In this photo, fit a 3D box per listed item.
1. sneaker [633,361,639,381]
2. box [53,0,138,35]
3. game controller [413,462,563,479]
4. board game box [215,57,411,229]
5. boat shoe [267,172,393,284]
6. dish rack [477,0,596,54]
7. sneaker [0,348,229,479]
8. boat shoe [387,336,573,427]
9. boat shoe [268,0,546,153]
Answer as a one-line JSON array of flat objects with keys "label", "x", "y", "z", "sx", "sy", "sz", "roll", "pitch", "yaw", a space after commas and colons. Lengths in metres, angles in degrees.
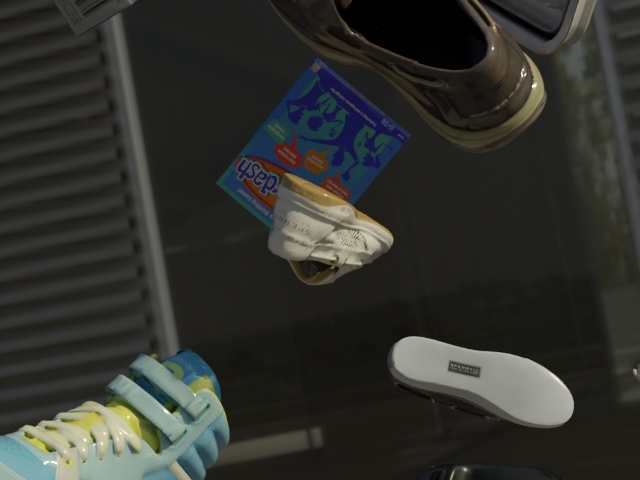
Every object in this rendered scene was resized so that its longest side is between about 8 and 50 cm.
[{"label": "sneaker", "x": 0.437, "y": 0.159, "z": 1.536, "sx": 0.110, "sy": 0.118, "sz": 0.292, "roll": -22, "pitch": 1, "yaw": -16}, {"label": "box", "x": -0.200, "y": -0.271, "z": 1.349, "sx": 0.072, "sy": 0.126, "sz": 0.137, "roll": -25, "pitch": 15, "yaw": 31}, {"label": "game controller", "x": 0.142, "y": 0.359, "z": 1.380, "sx": 0.166, "sy": 0.319, "sz": 0.067, "roll": 3, "pitch": -25, "yaw": 16}, {"label": "board game box", "x": -0.009, "y": -0.106, "z": 1.948, "sx": 0.210, "sy": 0.160, "sz": 0.047, "roll": -51, "pitch": -1, "yaw": 12}, {"label": "boat shoe", "x": 0.000, "y": 0.000, "z": 1.599, "sx": 0.098, "sy": 0.096, "sz": 0.277, "roll": 27, "pitch": 0, "yaw": 20}, {"label": "dish rack", "x": 0.284, "y": -0.416, "z": 1.843, "sx": 0.072, "sy": 0.333, "sz": 0.285, "roll": 1, "pitch": 25, "yaw": -31}, {"label": "sneaker", "x": -0.201, "y": 0.167, "z": 1.313, "sx": 0.127, "sy": 0.208, "sz": 0.319, "roll": 32, "pitch": -3, "yaw": 32}, {"label": "boat shoe", "x": 0.188, "y": 0.180, "z": 1.804, "sx": 0.228, "sy": 0.080, "sz": 0.076, "roll": 13, "pitch": -25, "yaw": 0}, {"label": "boat shoe", "x": 0.060, "y": -0.221, "z": 1.357, "sx": 0.132, "sy": 0.355, "sz": 0.130, "roll": -47, "pitch": -32, "yaw": -9}]
